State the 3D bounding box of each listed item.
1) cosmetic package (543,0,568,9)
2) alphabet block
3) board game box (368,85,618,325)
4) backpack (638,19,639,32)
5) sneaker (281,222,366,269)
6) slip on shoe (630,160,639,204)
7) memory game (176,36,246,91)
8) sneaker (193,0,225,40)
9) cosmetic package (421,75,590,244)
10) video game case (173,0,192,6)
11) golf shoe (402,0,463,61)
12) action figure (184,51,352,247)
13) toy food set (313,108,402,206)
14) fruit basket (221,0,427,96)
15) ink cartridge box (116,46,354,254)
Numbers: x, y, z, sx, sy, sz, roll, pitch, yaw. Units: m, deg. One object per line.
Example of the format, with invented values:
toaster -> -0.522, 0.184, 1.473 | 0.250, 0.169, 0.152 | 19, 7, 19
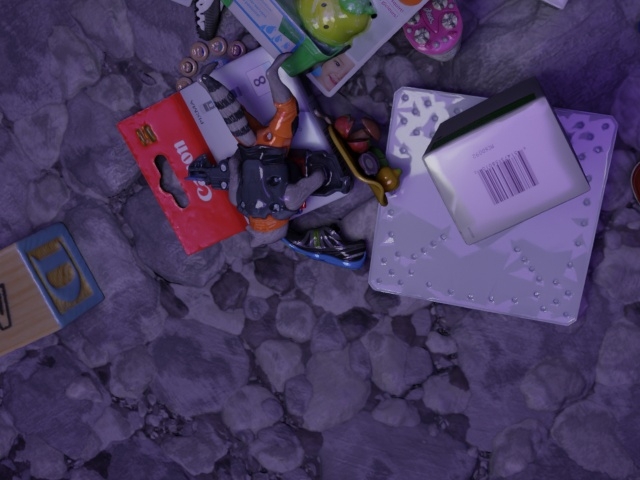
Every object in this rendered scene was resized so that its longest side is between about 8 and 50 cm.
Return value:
cosmetic package -> 0.406, -0.563, 1.360 | 0.156, 0.217, 0.385 | 28, 111, 4
alphabet block -> -0.600, 0.101, 1.782 | 0.197, 0.192, 0.193 | -24, 97, 19
board game box -> 0.305, -0.065, 1.603 | 0.390, 0.050, 0.389 | 10, 107, 10
backpack -> 0.591, -0.356, 1.434 | 0.120, 0.101, 0.098 | 34, 103, 6
sneaker -> 0.000, 0.000, 1.691 | 0.188, 0.067, 0.078 | 17, 87, 10
slip on shoe -> 0.656, -0.004, 1.514 | 0.123, 0.101, 0.331 | -36, 96, 17
memory game -> -0.189, -0.295, 1.673 | 0.186, 0.012, 0.186 | 3, 105, 11
sneaker -> -0.173, -0.472, 1.585 | 0.106, 0.078, 0.234 | 5, 118, -8
cosmetic package -> 0.288, -0.135, 1.367 | 0.197, 0.365, 0.155 | -26, 99, 16
video game case -> -0.283, -0.545, 1.571 | 0.183, 0.023, 0.201 | 16, 111, -27
golf shoe -> 0.168, -0.442, 1.506 | 0.115, 0.140, 0.306 | -17, 78, 16
action figure -> -0.139, -0.142, 1.516 | 0.341, 0.178, 0.330 | -3, 111, 29
toy food set -> 0.080, -0.166, 1.555 | 0.071, 0.128, 0.217 | -36, 72, 14
fruit basket -> -0.001, -0.440, 1.406 | 0.327, 0.165, 0.353 | 48, 141, -5
ink cartridge box -> -0.171, -0.160, 1.656 | 0.385, 0.091, 0.308 | -23, 103, 16
